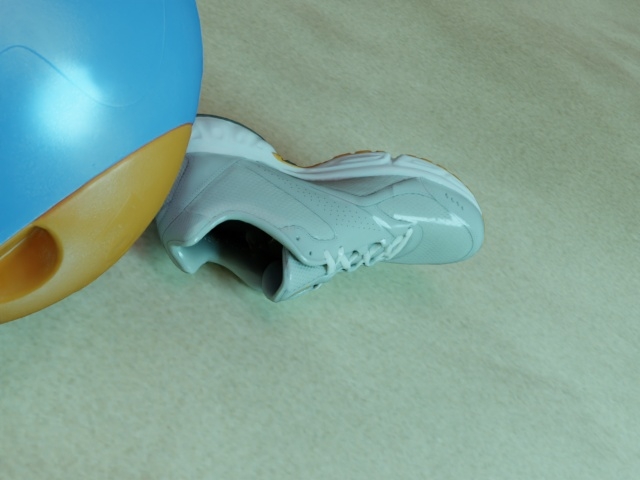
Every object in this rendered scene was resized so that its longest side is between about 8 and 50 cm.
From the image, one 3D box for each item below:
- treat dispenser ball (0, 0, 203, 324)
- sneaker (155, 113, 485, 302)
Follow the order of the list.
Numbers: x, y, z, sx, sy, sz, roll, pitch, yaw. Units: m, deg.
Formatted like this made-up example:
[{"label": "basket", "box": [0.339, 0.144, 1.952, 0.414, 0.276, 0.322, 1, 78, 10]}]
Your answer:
[{"label": "treat dispenser ball", "box": [-0.207, -0.094, 0.678, 0.288, 0.288, 0.288, 21, 35, -16]}, {"label": "sneaker", "box": [0.000, 0.000, 0.913, 0.262, 0.099, 0.121, 9, 47, -19]}]
